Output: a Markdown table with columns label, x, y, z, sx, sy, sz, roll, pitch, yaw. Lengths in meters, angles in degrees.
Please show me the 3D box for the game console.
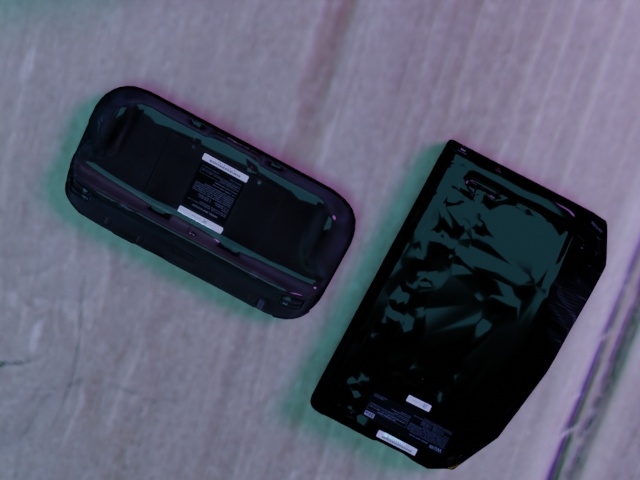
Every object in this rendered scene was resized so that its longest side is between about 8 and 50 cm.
| label | x | y | z | sx | sy | sz | roll | pitch | yaw |
| --- | --- | --- | --- | --- | --- | --- | --- | --- | --- |
| game console | 0.000 | 0.000 | 0.918 | 0.361 | 0.044 | 0.213 | 28 | 106 | -1 |
